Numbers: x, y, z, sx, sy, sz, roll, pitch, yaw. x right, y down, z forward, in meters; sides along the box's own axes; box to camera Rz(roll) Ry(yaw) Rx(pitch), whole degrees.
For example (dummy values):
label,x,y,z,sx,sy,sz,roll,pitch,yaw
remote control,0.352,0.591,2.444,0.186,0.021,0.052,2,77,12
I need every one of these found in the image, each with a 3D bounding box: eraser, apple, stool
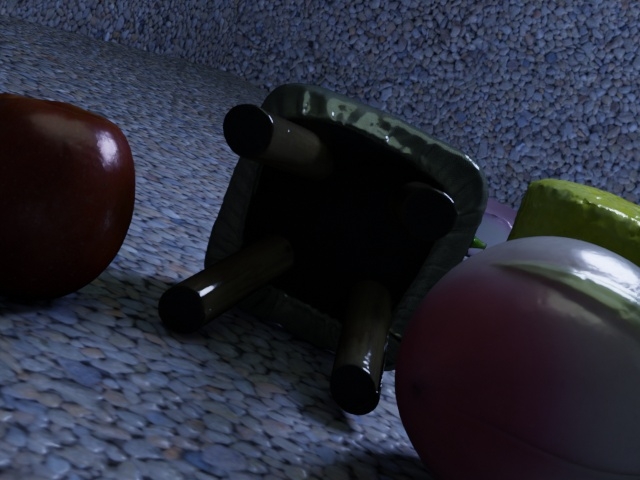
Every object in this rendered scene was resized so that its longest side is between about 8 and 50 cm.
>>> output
label,x,y,z,sx,sy,sz,roll,pitch,yaw
eraser,0.439,-0.017,2.579,0.272,0.122,0.359,27,11,25
apple,-0.302,-0.047,1.082,0.218,0.201,0.218,16,8,-2
stool,0.000,0.000,1.205,0.310,0.310,0.226,25,16,11

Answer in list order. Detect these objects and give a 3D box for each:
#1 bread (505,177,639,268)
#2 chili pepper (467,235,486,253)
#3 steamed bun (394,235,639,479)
label,x,y,z,sx,sy,sz,roll,pitch,yaw
bread,0.452,0.079,1.704,0.348,0.307,0.348,22,9,-4
chili pepper,0.247,-0.040,2.339,0.270,0.099,0.136,27,-23,8
steamed bun,0.197,0.140,1.005,0.309,0.309,0.309,23,12,-5
